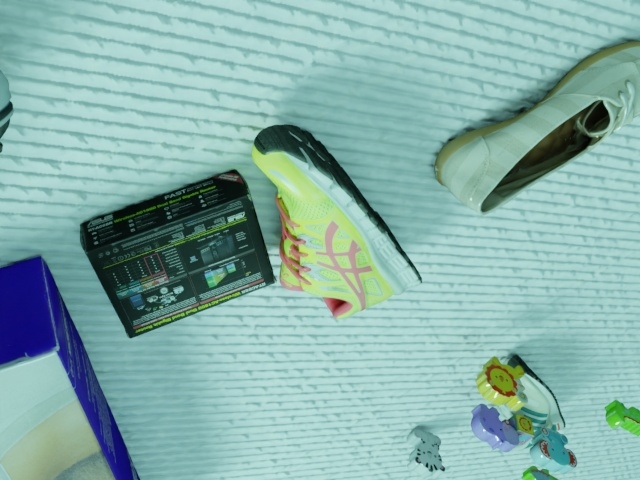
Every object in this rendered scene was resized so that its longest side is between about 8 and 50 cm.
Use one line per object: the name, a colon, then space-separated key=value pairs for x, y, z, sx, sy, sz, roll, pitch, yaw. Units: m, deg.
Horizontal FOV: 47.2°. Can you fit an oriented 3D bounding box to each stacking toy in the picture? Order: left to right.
stacking toy: x=0.222 y=0.218 z=0.793 sx=0.221 sy=0.052 sz=0.167 roll=21 pitch=130 yaw=-16

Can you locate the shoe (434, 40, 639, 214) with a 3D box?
shoe: x=0.200 y=-0.088 z=0.593 sx=0.219 sy=0.058 sz=0.076 roll=-29 pitch=133 yaw=-2

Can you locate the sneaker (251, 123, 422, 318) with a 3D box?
sneaker: x=0.000 y=0.000 z=0.555 sx=0.094 sy=0.081 sz=0.208 roll=-35 pitch=133 yaw=6

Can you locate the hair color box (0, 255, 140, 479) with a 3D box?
hair color box: x=-0.250 y=0.191 z=0.572 sx=0.185 sy=0.110 sz=0.338 roll=-18 pitch=133 yaw=-13

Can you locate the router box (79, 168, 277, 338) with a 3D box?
router box: x=-0.102 y=0.011 z=0.542 sx=0.123 sy=0.038 sz=0.092 roll=-20 pitch=132 yaw=-9

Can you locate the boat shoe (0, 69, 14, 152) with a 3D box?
boat shoe: x=-0.286 y=0.019 z=0.396 sx=0.335 sy=0.121 sz=0.119 roll=-28 pitch=113 yaw=12

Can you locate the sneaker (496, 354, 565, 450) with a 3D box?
sneaker: x=0.225 y=0.194 z=0.833 sx=0.075 sy=0.057 sz=0.161 roll=-38 pitch=136 yaw=-1
